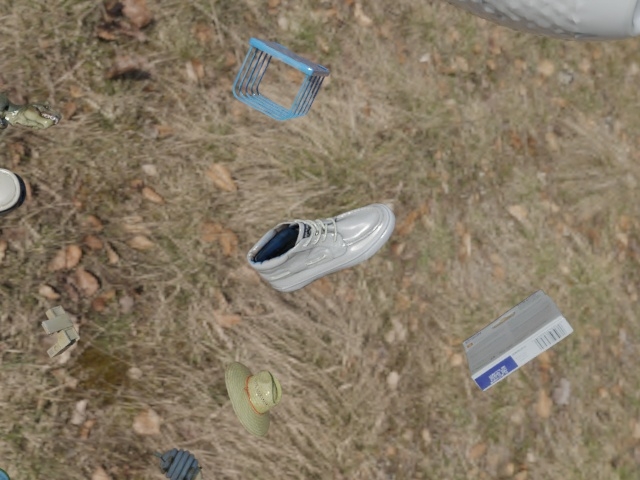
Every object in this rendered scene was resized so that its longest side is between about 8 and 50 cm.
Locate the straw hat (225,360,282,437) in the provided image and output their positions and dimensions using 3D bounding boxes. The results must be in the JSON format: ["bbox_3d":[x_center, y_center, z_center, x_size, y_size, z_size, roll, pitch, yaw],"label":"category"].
[{"bbox_3d":[-0.101,0.264,1.393,0.144,0.061,0.144,52,19,-27],"label":"straw hat"}]

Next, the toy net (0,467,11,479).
[{"bbox_3d":[-0.611,0.361,1.274,0.122,0.045,0.232,-44,98,-12],"label":"toy net"}]

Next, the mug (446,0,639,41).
[{"bbox_3d":[0.263,-0.413,0.894,0.276,0.328,0.374,-38,152,-34],"label":"mug"}]

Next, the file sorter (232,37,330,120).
[{"bbox_3d":[-0.070,-0.279,1.406,0.104,0.118,0.170,-62,176,15],"label":"file sorter"}]

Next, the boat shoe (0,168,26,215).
[{"bbox_3d":[-0.703,-0.062,1.448,0.095,0.335,0.112,139,-58,-79],"label":"boat shoe"}]

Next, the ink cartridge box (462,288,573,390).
[{"bbox_3d":[0.408,0.205,1.685,0.045,0.223,0.224,52,12,-6],"label":"ink cartridge box"}]

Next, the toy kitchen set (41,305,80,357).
[{"bbox_3d":[-0.568,0.196,1.683,0.083,0.075,0.068,57,28,8],"label":"toy kitchen set"}]

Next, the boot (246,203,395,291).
[{"bbox_3d":[0.000,0.000,1.393,0.123,0.258,0.095,42,20,-55],"label":"boot"}]

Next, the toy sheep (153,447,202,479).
[{"bbox_3d":[-0.346,0.548,1.949,0.132,0.091,0.091,33,52,-3],"label":"toy sheep"}]

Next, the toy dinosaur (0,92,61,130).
[{"bbox_3d":[-0.457,-0.159,0.975,0.064,0.268,0.118,116,-5,-59],"label":"toy dinosaur"}]
